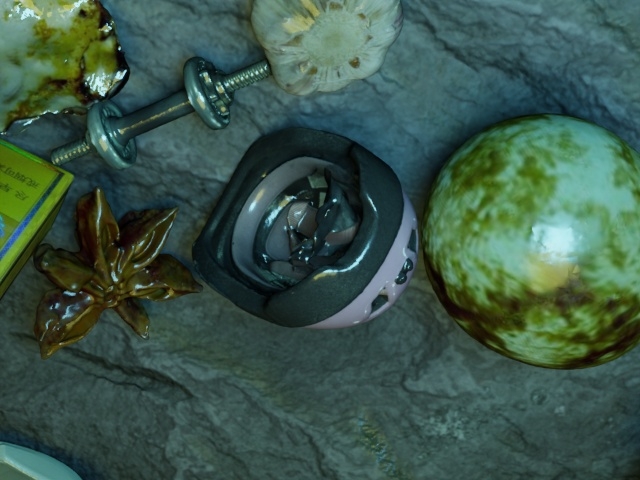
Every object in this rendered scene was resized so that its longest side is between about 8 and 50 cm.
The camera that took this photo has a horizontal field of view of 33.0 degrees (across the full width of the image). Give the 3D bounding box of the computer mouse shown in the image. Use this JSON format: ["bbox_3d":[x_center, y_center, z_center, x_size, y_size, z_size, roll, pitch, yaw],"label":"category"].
[{"bbox_3d":[-0.363,0.311,1.380,0.182,0.056,0.089,29,116,-2],"label":"computer mouse"}]

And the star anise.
[{"bbox_3d":[-0.239,0.032,1.178,0.212,0.111,0.196,-26,149,-4],"label":"star anise"}]

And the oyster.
[{"bbox_3d":[-0.370,-0.163,1.028,0.361,0.096,0.221,-29,82,-16],"label":"oyster"}]

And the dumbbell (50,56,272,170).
[{"bbox_3d":[-0.164,-0.130,1.102,0.254,0.081,0.081,-21,115,14],"label":"dumbbell"}]

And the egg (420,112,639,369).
[{"bbox_3d":[0.226,0.010,1.059,0.238,0.238,0.289,-21,135,16],"label":"egg"}]

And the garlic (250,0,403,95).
[{"bbox_3d":[0.007,-0.217,1.028,0.147,0.102,0.159,3,132,-12],"label":"garlic"}]

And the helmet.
[{"bbox_3d":[0.000,0.000,1.077,0.154,0.253,0.198,33,79,-25],"label":"helmet"}]

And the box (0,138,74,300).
[{"bbox_3d":[-0.381,-0.019,1.055,0.193,0.301,0.084,26,116,-8],"label":"box"}]
